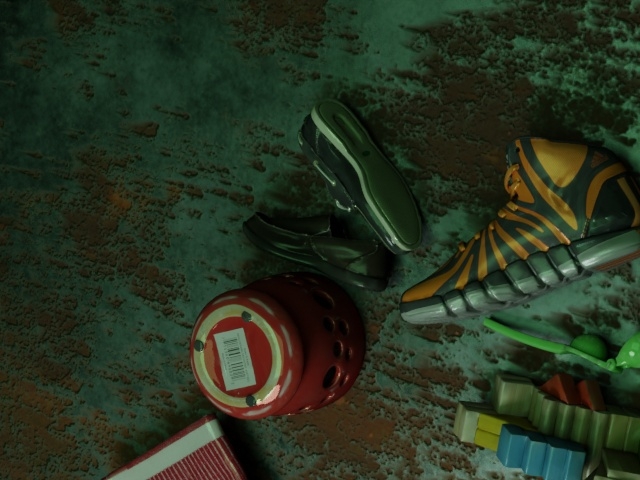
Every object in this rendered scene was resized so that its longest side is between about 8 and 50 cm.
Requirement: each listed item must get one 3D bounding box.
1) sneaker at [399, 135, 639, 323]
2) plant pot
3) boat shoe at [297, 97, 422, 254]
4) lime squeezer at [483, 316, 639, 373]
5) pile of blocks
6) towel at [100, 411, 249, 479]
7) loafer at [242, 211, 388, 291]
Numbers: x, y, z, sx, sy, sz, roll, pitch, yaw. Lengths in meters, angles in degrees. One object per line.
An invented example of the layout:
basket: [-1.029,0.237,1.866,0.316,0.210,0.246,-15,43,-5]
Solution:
sneaker: [0.228,-0.018,1.638,0.321,0.124,0.180,-22,78,16]
plant pot: [-0.060,0.141,1.777,0.191,0.174,0.191,2,94,27]
boat shoe: [0.051,-0.073,1.756,0.233,0.084,0.079,56,130,15]
lime squeezer: [0.337,0.107,1.612,0.310,0.059,0.110,-19,84,30]
pile of blocks: [0.316,0.225,1.579,0.362,0.149,0.112,13,100,29]
towel: [-0.164,0.435,1.885,0.237,0.037,0.329,-33,78,26]
loafer: [0.000,0.000,1.793,0.220,0.080,0.078,21,94,22]
